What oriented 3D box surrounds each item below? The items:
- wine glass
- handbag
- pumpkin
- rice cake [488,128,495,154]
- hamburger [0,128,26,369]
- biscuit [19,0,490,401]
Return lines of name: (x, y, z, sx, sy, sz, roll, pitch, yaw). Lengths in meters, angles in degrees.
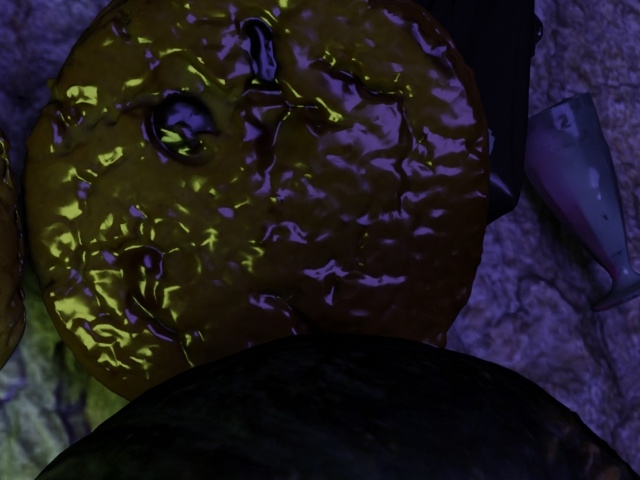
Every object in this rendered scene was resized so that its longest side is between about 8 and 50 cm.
wine glass: (0.198, -0.029, 1.269, 0.073, 0.073, 0.155, -25, 89, -38)
handbag: (0.037, -0.164, 1.187, 0.285, 0.113, 0.257, 34, 51, -20)
pumpkin: (0.010, 0.272, 0.864, 0.454, 0.344, 0.454, 9, 75, -38)
rice cake: (0.000, 0.000, 1.070, 0.127, 0.043, 0.237, 35, 92, -21)
hamburger: (-0.250, -0.007, 0.921, 0.206, 0.130, 0.183, 3, 75, -36)
biscuit: (-0.035, -0.027, 0.997, 0.296, 0.075, 0.296, 0, 94, -3)
